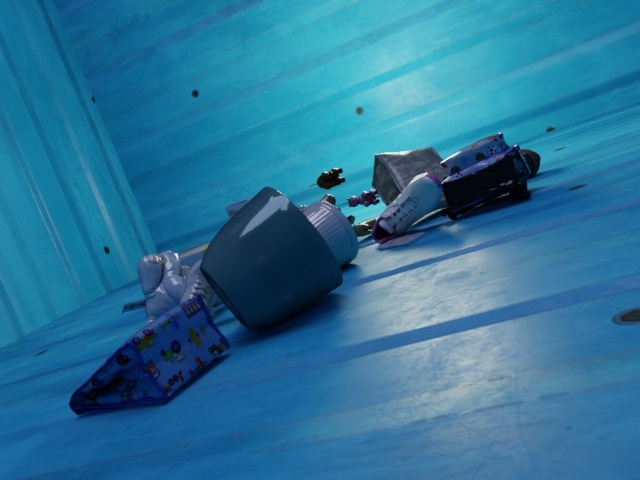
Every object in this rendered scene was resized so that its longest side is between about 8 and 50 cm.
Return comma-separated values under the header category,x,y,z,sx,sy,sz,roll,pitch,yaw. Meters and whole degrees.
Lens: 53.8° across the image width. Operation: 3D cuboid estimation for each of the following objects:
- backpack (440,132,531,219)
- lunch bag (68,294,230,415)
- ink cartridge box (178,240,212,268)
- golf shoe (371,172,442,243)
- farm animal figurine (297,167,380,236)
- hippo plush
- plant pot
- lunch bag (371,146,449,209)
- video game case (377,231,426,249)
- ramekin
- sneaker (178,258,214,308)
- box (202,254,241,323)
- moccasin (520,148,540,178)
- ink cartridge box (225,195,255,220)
category,x,y,z,sx,sy,sz,roll,pitch,yaw
backpack,0.507,-0.204,1.931,0.276,0.213,0.263,-18,0,34
lunch bag,-0.377,0.258,1.318,0.293,0.138,0.221,-27,5,33
ink cartridge box,-0.394,0.076,2.521,0.385,0.160,0.279,-18,7,21
golf shoe,0.260,-0.086,1.927,0.140,0.115,0.306,-41,-7,-39
farm animal figurine,0.051,-0.068,2.148,0.172,0.330,0.326,-8,43,51
hippo plush,-0.408,0.130,1.862,0.237,0.234,0.294,-17,7,31
plant pot,-0.131,0.062,1.454,0.235,0.293,0.293,-39,12,-16
lunch bag,0.339,-0.184,2.181,0.235,0.169,0.287,-9,38,-16
video game case,0.240,0.002,1.869,0.087,0.011,0.122,-27,9,-40
ramekin,0.000,0.000,1.825,0.109,0.207,0.207,-35,14,-32
sneaker,-0.324,0.158,1.665,0.087,0.228,0.092,23,-6,-23
box,-0.137,0.072,1.673,0.293,0.201,0.057,-25,-24,-31
moccasin,0.595,-0.257,2.275,0.380,0.139,0.147,-16,10,31
ink cartridge box,-0.205,-0.022,2.245,0.117,0.278,0.201,-26,9,-32
